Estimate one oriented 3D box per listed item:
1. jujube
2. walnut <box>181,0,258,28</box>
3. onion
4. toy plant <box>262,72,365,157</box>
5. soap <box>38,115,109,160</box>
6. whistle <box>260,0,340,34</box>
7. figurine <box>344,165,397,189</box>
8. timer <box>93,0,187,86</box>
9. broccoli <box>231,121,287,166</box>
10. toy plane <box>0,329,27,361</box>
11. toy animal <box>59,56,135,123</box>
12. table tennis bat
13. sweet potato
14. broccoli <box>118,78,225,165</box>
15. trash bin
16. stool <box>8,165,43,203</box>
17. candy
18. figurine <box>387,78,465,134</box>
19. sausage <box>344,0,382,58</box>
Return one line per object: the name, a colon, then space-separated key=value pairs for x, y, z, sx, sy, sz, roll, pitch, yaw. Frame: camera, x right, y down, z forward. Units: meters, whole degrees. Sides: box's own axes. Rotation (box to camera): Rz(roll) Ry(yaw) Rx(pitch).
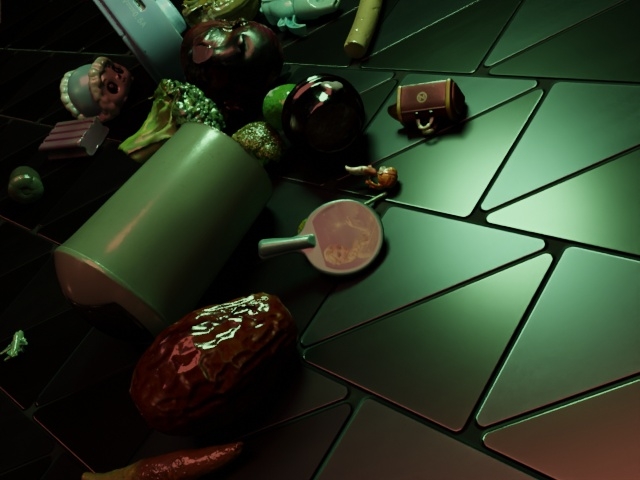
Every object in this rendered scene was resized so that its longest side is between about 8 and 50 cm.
jujube: x=-0.174 y=0.200 z=1.113 sx=0.290 sy=0.197 sz=0.197 roll=-32 pitch=40 yaw=-17
walnut: x=-0.279 y=-0.688 z=2.003 sx=0.238 sy=0.141 sz=0.204 roll=18 pitch=53 yaw=43
onion: x=-0.220 y=-0.457 z=1.709 sx=0.281 sy=0.221 sz=0.281 roll=-4 pitch=80 yaw=22
toy plant: x=-0.008 y=-0.273 z=1.430 sx=0.218 sy=0.175 sz=0.235 roll=-7 pitch=26 yaw=-9
soap: x=-0.753 y=-0.309 z=2.037 sx=0.203 sy=0.065 sz=0.122 roll=1 pitch=55 yaw=34
whistle: x=-0.064 y=-0.657 z=1.869 sx=0.274 sy=0.093 sz=0.186 roll=10 pitch=60 yaw=36
figurine: x=0.100 y=-0.128 z=1.317 sx=0.109 sy=0.064 sz=0.047 roll=14 pitch=85 yaw=25
timer: x=-0.471 y=-0.593 z=1.900 sx=0.173 sy=0.395 sz=0.395 roll=-37 pitch=42 yaw=-3
broccoli: x=-0.140 y=-0.209 z=1.510 sx=0.131 sy=0.120 sz=0.130 roll=9 pitch=15 yaw=-2
toy plane: x=-0.704 y=0.244 z=1.544 sx=0.080 sy=0.033 sz=0.083 roll=-22 pitch=37 yaw=17
toy animal: x=-0.699 y=-0.480 z=2.088 sx=0.204 sy=0.156 sz=0.208 roll=-16 pitch=50 yaw=27
table tennis bat: x=0.000 y=0.000 z=1.233 sx=0.237 sy=0.038 sz=0.149 roll=-8 pitch=73 yaw=9
sweet potato: x=-0.262 y=0.384 z=1.096 sx=0.314 sy=0.066 sz=0.072 roll=-20 pitch=13 yaw=19
broccoli: x=-0.339 y=-0.240 z=1.567 sx=0.245 sy=0.288 sz=0.248 roll=-40 pitch=71 yaw=-2
trash bin: x=-0.312 y=-0.004 z=1.328 sx=0.280 sy=0.280 sz=0.432 roll=14 pitch=59 yaw=41
stool: x=-0.874 y=-0.166 z=1.973 sx=0.096 sy=0.096 sz=0.110 roll=-38 pitch=38 yaw=-1
candy: x=0.045 y=-0.047 z=1.294 sx=0.194 sy=0.062 sz=0.058 roll=-27 pitch=44 yaw=-4
figurine: x=0.210 y=-0.262 z=1.357 sx=0.154 sy=0.082 sz=0.098 roll=-3 pitch=72 yaw=32
sausage: x=0.119 y=-0.579 z=1.697 sx=0.066 sy=0.066 sz=0.301 roll=-6 pitch=53 yaw=30
